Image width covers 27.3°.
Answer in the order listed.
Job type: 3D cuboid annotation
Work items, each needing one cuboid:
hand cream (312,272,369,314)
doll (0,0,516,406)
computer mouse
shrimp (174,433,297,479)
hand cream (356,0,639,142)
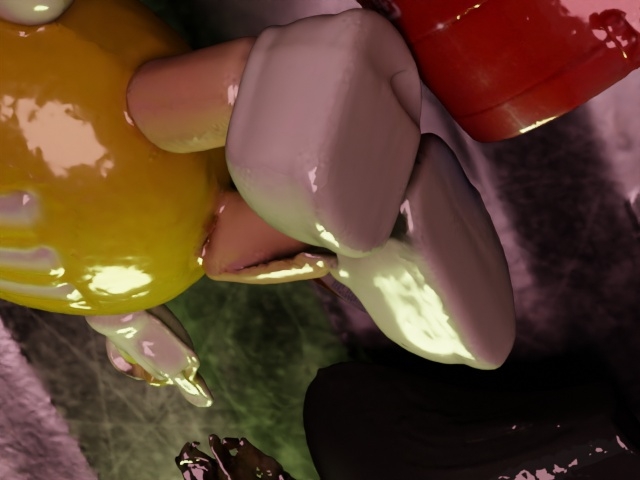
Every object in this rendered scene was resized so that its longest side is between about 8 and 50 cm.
[{"bbox_3d":[0.000,0.000,0.749,0.163,0.039,0.062,34,122,1],"label":"hand cream"},{"bbox_3d":[-0.103,-0.034,0.657,0.348,0.161,0.423,46,146,-22],"label":"doll"},{"bbox_3d":[0.088,0.148,0.734,0.264,0.088,0.147,-3,121,34],"label":"computer mouse"},{"bbox_3d":[0.069,0.287,0.780,0.085,0.272,0.445,-41,95,-10],"label":"shrimp"},{"bbox_3d":[0.099,-0.145,0.553,0.193,0.193,0.125,-33,104,26],"label":"hand cream"}]
